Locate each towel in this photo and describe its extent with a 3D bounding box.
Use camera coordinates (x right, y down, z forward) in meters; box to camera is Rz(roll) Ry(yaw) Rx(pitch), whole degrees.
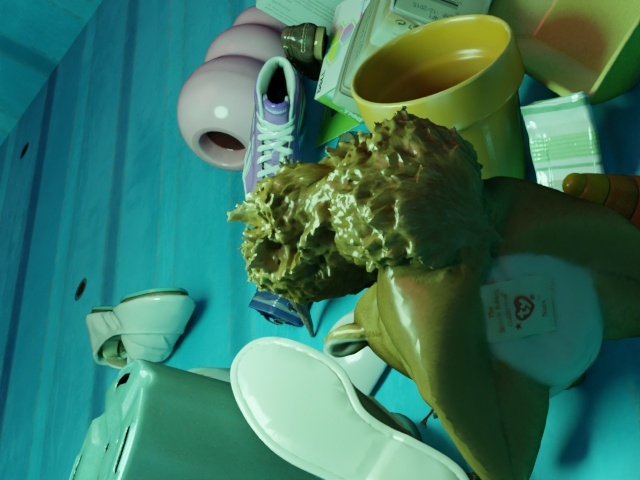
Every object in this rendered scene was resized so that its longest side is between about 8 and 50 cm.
[{"bbox_3d":[0.276,-0.086,1.540,0.113,0.023,0.152,-5,97,63],"label":"towel"}]

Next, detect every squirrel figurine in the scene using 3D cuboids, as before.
[{"bbox_3d":[0.111,0.036,1.406,0.281,0.397,0.370,-49,12,-10],"label":"squirrel figurine"}]

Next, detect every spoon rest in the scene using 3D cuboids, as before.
[{"bbox_3d":[0.020,0.199,1.812,0.276,0.084,0.137,-54,25,-11],"label":"spoon rest"}]

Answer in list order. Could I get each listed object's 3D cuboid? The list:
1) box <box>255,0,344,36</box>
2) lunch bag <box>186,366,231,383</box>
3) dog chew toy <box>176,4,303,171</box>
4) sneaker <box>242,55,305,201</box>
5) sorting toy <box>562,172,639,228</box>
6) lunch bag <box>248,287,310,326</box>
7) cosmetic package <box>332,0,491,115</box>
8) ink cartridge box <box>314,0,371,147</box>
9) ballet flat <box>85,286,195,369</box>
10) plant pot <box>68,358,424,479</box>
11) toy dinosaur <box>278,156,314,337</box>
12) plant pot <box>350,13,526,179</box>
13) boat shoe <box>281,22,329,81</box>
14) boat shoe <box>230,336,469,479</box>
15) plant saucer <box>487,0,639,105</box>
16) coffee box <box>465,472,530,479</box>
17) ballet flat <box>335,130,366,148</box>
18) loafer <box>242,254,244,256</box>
[{"bbox_3d":[-0.004,-0.444,2.314,0.119,0.181,0.182,-43,32,36],"label":"box"},{"bbox_3d":[-0.178,0.295,1.978,0.262,0.160,0.223,-34,19,-16],"label":"lunch bag"},{"bbox_3d":[-0.123,-0.283,2.386,0.206,0.206,0.332,-32,32,48],"label":"dog chew toy"},{"bbox_3d":[-0.077,-0.151,2.151,0.161,0.102,0.282,81,-171,-79],"label":"sneaker"},{"bbox_3d":[0.367,-0.064,1.319,0.365,0.126,0.127,-23,46,55],"label":"sorting toy"},{"bbox_3d":[-0.059,0.095,2.049,0.098,0.067,0.065,12,78,63],"label":"lunch bag"},{"bbox_3d":[0.127,-0.287,1.878,0.296,0.129,0.153,126,162,-66],"label":"cosmetic package"},{"bbox_3d":[0.044,-0.279,2.168,0.255,0.097,0.189,-26,45,52],"label":"ink cartridge box"},{"bbox_3d":[-0.322,0.167,2.444,0.400,0.139,0.139,-18,51,62],"label":"ballet flat"},{"bbox_3d":[-0.104,0.307,1.573,0.341,0.334,0.341,-56,20,33],"label":"plant pot"},{"bbox_3d":[0.000,0.000,1.913,0.200,0.127,0.296,-143,68,-70],"label":"toy dinosaur"},{"bbox_3d":[0.164,-0.143,1.664,0.205,0.188,0.205,-19,30,11],"label":"plant pot"},{"bbox_3d":[-0.022,-0.309,2.214,0.207,0.073,0.073,65,-150,-78],"label":"boat shoe"},{"bbox_3d":[0.032,0.219,1.455,0.319,0.099,0.116,33,76,28],"label":"boat shoe"},{"bbox_3d":[0.357,-0.329,1.638,0.333,0.081,0.333,-59,25,11],"label":"plant saucer"},{"bbox_3d":[0.149,0.310,1.480,0.184,0.040,0.113,-16,54,58],"label":"coffee box"},{"bbox_3d":[0.084,-0.125,2.008,0.250,0.058,0.084,177,91,-68],"label":"ballet flat"},{"bbox_3d":[-0.032,0.001,2.096,0.220,0.080,0.078,-38,67,45],"label":"loafer"}]
